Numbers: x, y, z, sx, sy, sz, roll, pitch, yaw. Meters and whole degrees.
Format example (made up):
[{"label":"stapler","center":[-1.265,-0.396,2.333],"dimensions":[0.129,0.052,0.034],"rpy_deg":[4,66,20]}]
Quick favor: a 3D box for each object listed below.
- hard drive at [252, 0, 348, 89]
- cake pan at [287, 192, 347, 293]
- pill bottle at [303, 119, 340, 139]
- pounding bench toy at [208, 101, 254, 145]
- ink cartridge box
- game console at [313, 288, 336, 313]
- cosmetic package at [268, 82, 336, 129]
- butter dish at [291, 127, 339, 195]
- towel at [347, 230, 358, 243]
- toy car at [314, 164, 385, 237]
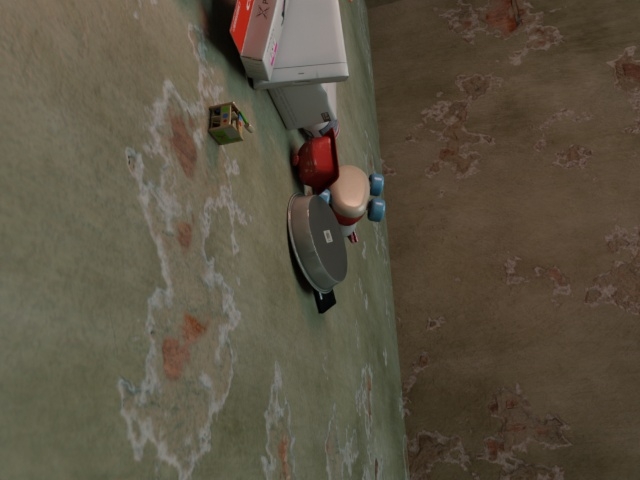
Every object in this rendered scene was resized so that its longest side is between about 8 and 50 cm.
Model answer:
[{"label":"hard drive","center":[-0.070,-0.556,1.374],"dimensions":[0.047,0.232,0.354],"rpy_deg":[156,-74,-82]},{"label":"cake pan","center":[0.000,0.000,1.584],"dimensions":[0.293,0.054,0.293],"rpy_deg":[51,30,-45]},{"label":"pill bottle","center":[-0.010,-0.376,1.755],"dimensions":[0.180,0.107,0.108],"rpy_deg":[41,42,-70]},{"label":"pounding bench toy","center":[-0.167,-0.232,1.096],"dimensions":[0.052,0.083,0.065],"rpy_deg":[53,32,-62]},{"label":"ink cartridge box","center":[-0.118,-0.518,1.221],"dimensions":[0.239,0.060,0.275],"rpy_deg":[83,19,-86]},{"label":"game console","center":[-0.001,0.139,1.686],"dimensions":[0.107,0.071,0.122],"rpy_deg":[-33,117,-42]},{"label":"cosmetic package","center":[-0.051,-0.530,1.600],"dimensions":[0.217,0.156,0.385],"rpy_deg":[63,25,-52]},{"label":"butter dish","center":[-0.025,-0.225,1.615],"dimensions":[0.160,0.118,0.160],"rpy_deg":[-33,-119,59]},{"label":"towel","center":[0.097,-0.101,2.052],"dimensions":[0.275,0.031,0.199],"rpy_deg":[-104,-177,-82]},{"label":"toy car","center":[0.070,-0.101,1.843],"dimensions":[0.238,0.219,0.210],"rpy_deg":[110,-14,-50]}]
